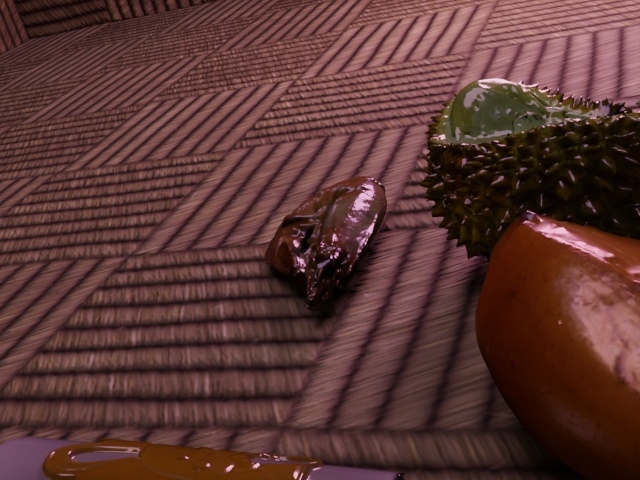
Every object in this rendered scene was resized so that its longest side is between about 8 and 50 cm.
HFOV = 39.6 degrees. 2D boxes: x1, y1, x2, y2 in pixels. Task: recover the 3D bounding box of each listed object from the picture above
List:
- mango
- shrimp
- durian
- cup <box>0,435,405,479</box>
[{"bbox_3d":[0.215,0.086,0.563,0.187,0.138,0.257,-3,26,-11],"label":"mango"},{"bbox_3d":[0.000,0.001,0.950,0.145,0.061,0.267,-19,27,14],"label":"shrimp"},{"bbox_3d":[0.211,-0.059,0.813,0.236,0.177,0.200,5,41,47],"label":"durian"},{"bbox_3d":[-0.060,0.194,0.481,0.226,0.186,0.241,-4,-4,13],"label":"cup"}]
